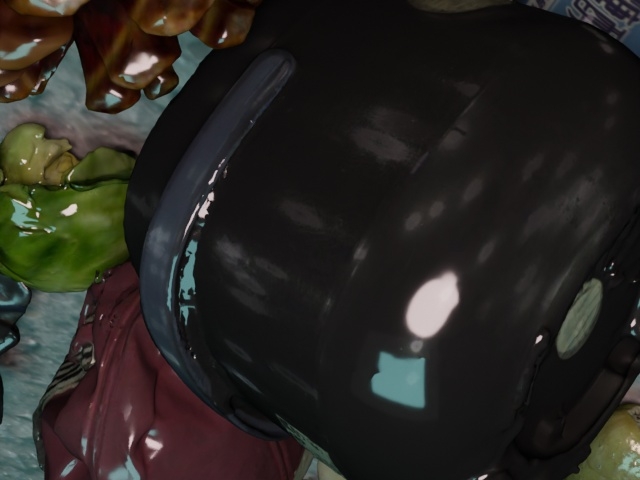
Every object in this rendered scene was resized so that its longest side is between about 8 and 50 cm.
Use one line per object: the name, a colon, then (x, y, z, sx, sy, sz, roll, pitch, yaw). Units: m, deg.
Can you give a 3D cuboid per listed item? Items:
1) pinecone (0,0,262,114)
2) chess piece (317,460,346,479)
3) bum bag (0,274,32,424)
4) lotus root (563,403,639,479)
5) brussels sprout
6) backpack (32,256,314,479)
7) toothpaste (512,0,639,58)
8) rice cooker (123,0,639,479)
pinecone: (-0.120, -0.173, 0.454, 0.264, 0.264, 0.264, 12, 143, 9)
chess piece: (0.111, 0.248, 1.004, 0.133, 0.133, 0.243, -8, 140, 32)
bum bag: (-0.352, 0.088, 1.033, 0.137, 0.074, 0.310, 31, 138, 3)
lotus root: (0.254, 0.204, 0.914, 0.090, 0.077, 0.183, 18, 142, 1)
brussels sprout: (-0.195, -0.013, 0.826, 0.139, 0.100, 0.181, 7, 136, -18)
backpack: (-0.120, 0.140, 0.825, 0.197, 0.283, 0.317, 12, 144, 15)
toothpaste: (0.158, -0.148, 0.513, 0.099, 0.061, 0.392, 34, 146, 4)
rice cooker: (0.050, 0.005, 0.543, 0.224, 0.267, 0.267, 30, 152, 32)
